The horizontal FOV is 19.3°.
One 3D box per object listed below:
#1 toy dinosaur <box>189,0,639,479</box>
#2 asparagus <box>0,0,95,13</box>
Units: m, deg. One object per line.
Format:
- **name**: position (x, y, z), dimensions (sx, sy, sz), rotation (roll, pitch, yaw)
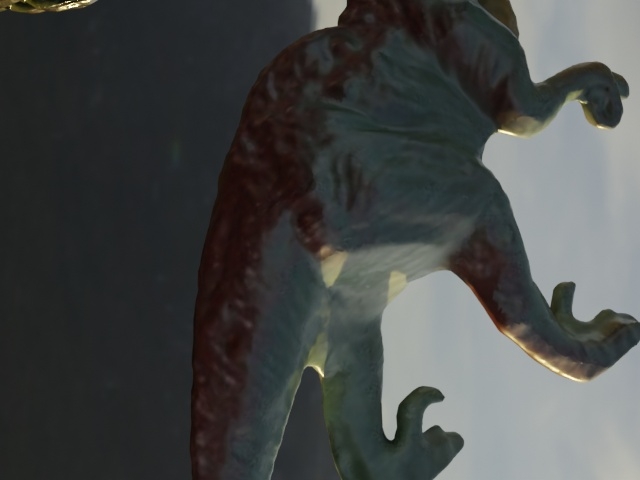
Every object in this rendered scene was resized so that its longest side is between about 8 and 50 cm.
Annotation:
- **toy dinosaur**: position (0.000, 0.000, 0.480), dimensions (0.242, 0.167, 0.053), rotation (-54, -164, -21)
- **asparagus**: position (-0.145, -0.104, 0.777), dimensions (0.036, 0.165, 0.030), rotation (-6, 93, -56)
